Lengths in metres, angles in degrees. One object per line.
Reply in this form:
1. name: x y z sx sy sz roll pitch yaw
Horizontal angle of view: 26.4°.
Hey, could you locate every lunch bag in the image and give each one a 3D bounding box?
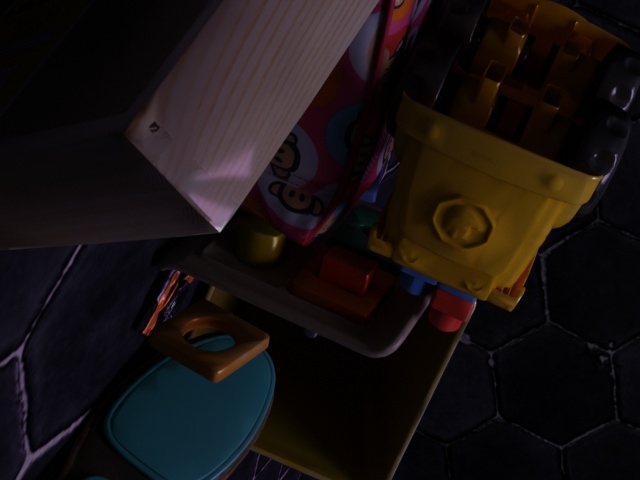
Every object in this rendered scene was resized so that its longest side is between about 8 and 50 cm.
1. lunch bag: 0.033 -0.166 0.984 0.258 0.120 0.293 -51 164 -50

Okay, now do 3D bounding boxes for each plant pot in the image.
1. plant pot: 0.002 0.074 1.248 0.187 0.212 0.212 -73 -173 -75

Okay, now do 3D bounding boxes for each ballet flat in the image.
1. ballet flat: -0.157 0.201 1.047 0.124 0.116 0.342 -45 -174 46

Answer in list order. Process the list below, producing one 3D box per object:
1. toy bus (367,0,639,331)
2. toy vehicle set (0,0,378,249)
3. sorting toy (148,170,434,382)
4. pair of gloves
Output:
1. toy bus: 0.120 -0.049 0.965 0.220 0.149 0.211 -59 170 -53
2. toy vehicle set: -0.078 -0.069 0.447 0.267 0.035 0.166 -3 -133 51
3. sorting toy: 0.000 0.000 1.042 0.347 0.196 0.047 -49 154 -54
4. pair of gloves: -0.119 0.045 1.070 0.074 0.010 0.083 -63 172 -10
